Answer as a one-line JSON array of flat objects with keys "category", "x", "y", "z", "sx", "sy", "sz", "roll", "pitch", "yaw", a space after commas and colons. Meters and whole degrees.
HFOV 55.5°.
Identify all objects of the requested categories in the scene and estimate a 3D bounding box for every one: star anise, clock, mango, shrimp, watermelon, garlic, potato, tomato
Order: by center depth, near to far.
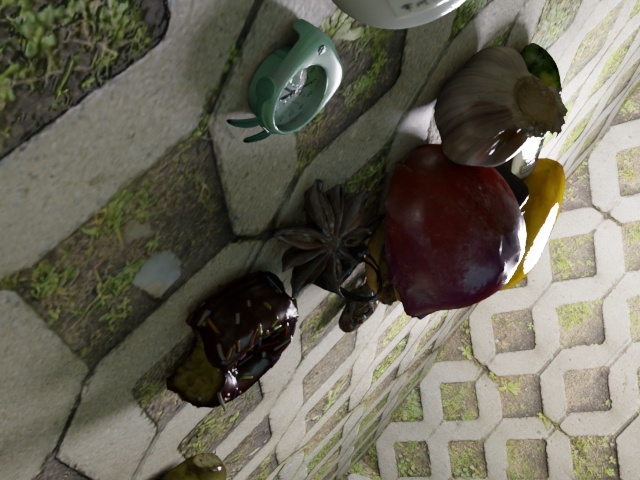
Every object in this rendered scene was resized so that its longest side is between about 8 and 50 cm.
[{"category": "clock", "x": -0.037, "y": -0.157, "z": 0.641, "sx": 0.135, "sy": 0.041, "sz": 0.101, "roll": -48, "pitch": 159, "yaw": -2}, {"category": "star anise", "x": 0.000, "y": 0.000, "z": 0.902, "sx": 0.195, "sy": 0.065, "sz": 0.183, "roll": 10, "pitch": 100, "yaw": -48}, {"category": "garlic", "x": 0.316, "y": -0.202, "z": 1.018, "sx": 0.256, "sy": 0.207, "sz": 0.207, "roll": 16, "pitch": 112, "yaw": -50}, {"category": "tomato", "x": 0.250, "y": -0.026, "z": 1.071, "sx": 0.335, "sy": 0.176, "sz": 0.290, "roll": -36, "pitch": 114, "yaw": -43}, {"category": "potato", "x": -0.278, "y": 0.502, "z": 1.150, "sx": 0.251, "sy": 0.113, "sz": 0.149, "roll": -49, "pitch": 153, "yaw": -29}, {"category": "watermelon", "x": 0.408, "y": -0.278, "z": 1.211, "sx": 0.232, "sy": 0.127, "sz": 0.204, "roll": -21, "pitch": 141, "yaw": -61}, {"category": "shrimp", "x": 0.103, "y": 0.126, "z": 1.350, "sx": 0.073, "sy": 0.075, "sz": 0.190, "roll": 22, "pitch": 113, "yaw": -48}, {"category": "mango", "x": 0.535, "y": -0.052, "z": 1.703, "sx": 0.446, "sy": 0.232, "sz": 0.300, "roll": -51, "pitch": 157, "yaw": -19}]

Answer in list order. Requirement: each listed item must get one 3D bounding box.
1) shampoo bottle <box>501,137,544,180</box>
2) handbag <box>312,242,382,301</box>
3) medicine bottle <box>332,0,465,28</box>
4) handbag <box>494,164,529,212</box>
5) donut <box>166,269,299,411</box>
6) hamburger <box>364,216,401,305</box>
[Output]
[{"category": "shampoo bottle", "x": 0.501, "y": -0.267, "z": 1.471, "sx": 0.125, "sy": 0.084, "sz": 0.350, "roll": -44, "pitch": 157, "yaw": -12}, {"category": "handbag", "x": 0.040, "y": 0.046, "z": 0.991, "sx": 0.115, "sy": 0.139, "sz": 0.072, "roll": -45, "pitch": 170, "yaw": -17}, {"category": "medicine bottle", "x": 0.023, "y": -0.273, "z": 0.396, "sx": 0.170, "sy": 0.170, "sz": 0.293, "roll": -54, "pitch": 157, "yaw": 9}, {"category": "handbag", "x": 0.333, "y": -0.053, "z": 1.362, "sx": 0.254, "sy": 0.181, "sz": 0.181, "roll": -47, "pitch": 166, "yaw": -12}, {"category": "donut", "x": -0.120, "y": 0.154, "z": 0.908, "sx": 0.216, "sy": 0.096, "sz": 0.230, "roll": -14, "pitch": 138, "yaw": -57}, {"category": "hamburger", "x": 0.159, "y": 0.040, "z": 1.200, "sx": 0.182, "sy": 0.117, "sz": 0.191, "roll": 38, "pitch": 66, "yaw": -52}]
